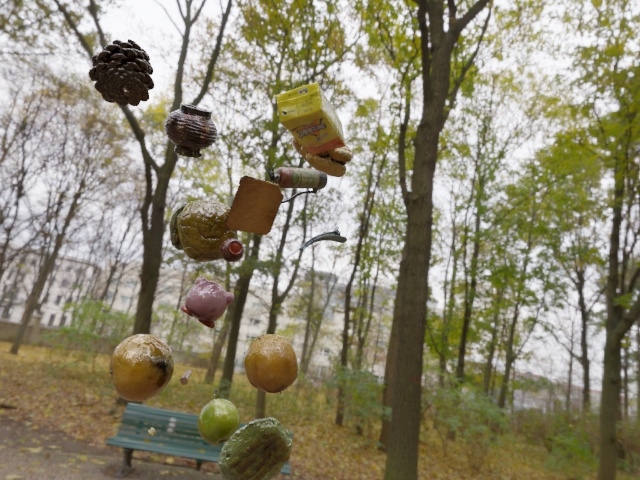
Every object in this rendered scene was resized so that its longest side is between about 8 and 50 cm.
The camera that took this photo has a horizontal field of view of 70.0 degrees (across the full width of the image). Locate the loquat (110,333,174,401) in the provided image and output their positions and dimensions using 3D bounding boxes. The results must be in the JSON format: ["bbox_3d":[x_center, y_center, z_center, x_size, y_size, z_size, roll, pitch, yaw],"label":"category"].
[{"bbox_3d":[-0.722,0.509,1.837,0.263,0.263,0.263,9,-16,3],"label":"loquat"}]

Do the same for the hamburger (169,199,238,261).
[{"bbox_3d":[-0.491,-0.041,1.960,0.285,0.266,0.134,-11,11,-40],"label":"hamburger"}]

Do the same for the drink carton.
[{"bbox_3d":[-0.023,-0.427,1.645,0.154,0.111,0.351,-13,-12,14],"label":"drink carton"}]

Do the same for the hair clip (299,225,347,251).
[{"bbox_3d":[0.000,0.000,1.973,0.275,0.083,0.048,-17,-21,-43],"label":"hair clip"}]

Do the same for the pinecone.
[{"bbox_3d":[-0.795,-0.685,1.847,0.244,0.309,0.244,-4,-41,-4],"label":"pinecone"}]

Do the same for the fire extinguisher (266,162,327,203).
[{"bbox_3d":[-0.133,-0.302,2.440,0.376,0.200,0.113,-2,-4,-40],"label":"fire extinguisher"}]

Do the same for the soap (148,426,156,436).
[{"bbox_3d":[-0.723,0.823,1.964,0.034,0.012,0.089,53,-14,2],"label":"soap"}]

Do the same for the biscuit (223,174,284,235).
[{"bbox_3d":[-0.261,-0.136,1.855,0.237,0.232,0.013,10,18,-45],"label":"biscuit"}]

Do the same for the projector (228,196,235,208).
[{"bbox_3d":[-0.378,-0.143,2.245,0.147,0.115,0.061,9,-19,-9],"label":"projector"}]

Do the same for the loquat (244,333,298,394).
[{"bbox_3d":[-0.176,0.454,1.672,0.187,0.234,0.176,-17,4,8],"label":"loquat"}]

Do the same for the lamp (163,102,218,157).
[{"bbox_3d":[-0.580,-0.489,2.048,0.247,0.247,0.247,9,-16,3],"label":"lamp"}]

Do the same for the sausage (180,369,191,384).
[{"bbox_3d":[-0.436,0.443,1.486,0.026,0.026,0.116,12,-5,-8],"label":"sausage"}]

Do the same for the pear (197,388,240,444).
[{"bbox_3d":[-0.432,0.730,1.900,0.180,0.216,0.166,-38,-30,19],"label":"pear"}]

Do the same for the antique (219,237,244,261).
[{"bbox_3d":[-0.360,0.040,1.858,0.104,0.104,0.104,9,-16,3],"label":"antique"}]

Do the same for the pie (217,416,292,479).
[{"bbox_3d":[-0.242,0.821,1.767,0.306,0.306,0.071,21,1,-34],"label":"pie"}]

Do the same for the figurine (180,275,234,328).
[{"bbox_3d":[-0.460,0.246,1.856,0.173,0.173,0.173,9,-16,3],"label":"figurine"}]

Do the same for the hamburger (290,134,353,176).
[{"bbox_3d":[-0.005,-0.416,2.026,0.318,0.158,0.318,35,17,-12],"label":"hamburger"}]
